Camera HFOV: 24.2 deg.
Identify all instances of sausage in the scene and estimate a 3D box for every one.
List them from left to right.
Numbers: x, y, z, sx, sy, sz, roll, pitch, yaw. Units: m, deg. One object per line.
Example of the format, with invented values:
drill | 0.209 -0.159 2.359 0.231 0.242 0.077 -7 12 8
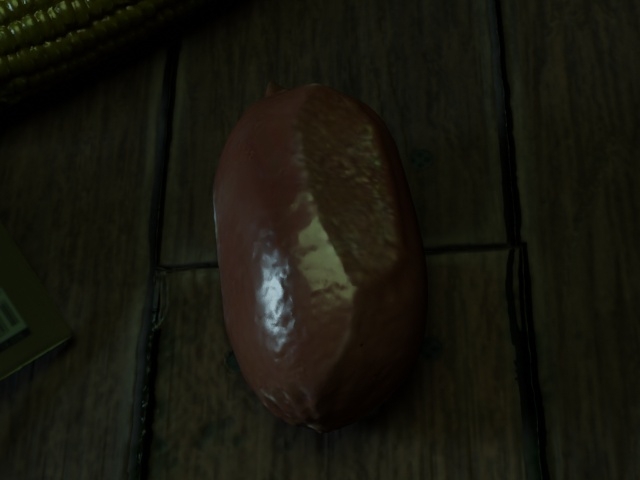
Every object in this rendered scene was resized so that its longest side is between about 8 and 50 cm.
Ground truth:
sausage | 0.000 0.000 1.012 0.148 0.148 0.254 -15 56 -2

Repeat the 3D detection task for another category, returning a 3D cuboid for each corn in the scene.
corn | -0.187 -0.202 1.194 0.363 0.120 0.120 -31 56 -13

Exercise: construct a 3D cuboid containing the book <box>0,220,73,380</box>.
book | -0.344 -0.008 1.028 0.217 0.021 0.310 -32 87 -25
